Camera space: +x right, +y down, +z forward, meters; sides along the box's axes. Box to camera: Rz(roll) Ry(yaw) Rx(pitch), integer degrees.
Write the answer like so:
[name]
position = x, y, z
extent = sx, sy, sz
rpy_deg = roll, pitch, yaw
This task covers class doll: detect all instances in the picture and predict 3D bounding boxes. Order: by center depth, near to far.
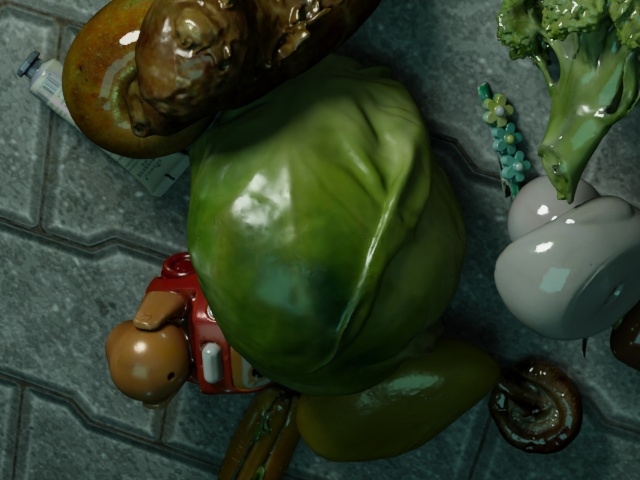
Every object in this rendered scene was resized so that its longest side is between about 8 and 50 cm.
[doll]
position = 0.314, 0.005, 1.834
extent = 0.221, 0.251, 0.221
rpy_deg = 24, 124, 43

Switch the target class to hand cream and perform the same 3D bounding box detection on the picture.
[hand cream]
position = -0.317, -0.172, 2.051
extent = 0.276, 0.059, 0.095
rpy_deg = 39, 121, -12

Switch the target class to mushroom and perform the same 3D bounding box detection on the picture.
[mushroom]
position = 0.302, 0.230, 2.058
extent = 0.135, 0.080, 0.170
rpy_deg = -42, 92, 17

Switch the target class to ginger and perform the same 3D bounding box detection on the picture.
[ginger]
position = -0.067, -0.283, 1.717
extent = 0.418, 0.254, 0.176
rpy_deg = -37, 87, -10

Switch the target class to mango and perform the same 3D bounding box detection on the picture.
[mango]
position = 0.093, 0.228, 2.062
extent = 0.195, 0.142, 0.331
rpy_deg = 21, 140, -30

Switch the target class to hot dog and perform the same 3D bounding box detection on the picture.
[hot dog]
position = -0.095, 0.335, 2.250
extent = 0.100, 0.068, 0.250
rpy_deg = 26, 122, 4

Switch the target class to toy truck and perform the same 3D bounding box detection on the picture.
[toy truck]
position = -0.172, 0.149, 2.070
extent = 0.264, 0.239, 0.189
rpy_deg = 5, 120, 15

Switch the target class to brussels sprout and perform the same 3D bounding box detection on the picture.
[brussels sprout]
position = 0.004, 0.007, 1.847
extent = 0.342, 0.361, 0.425
rpy_deg = -18, 116, 20

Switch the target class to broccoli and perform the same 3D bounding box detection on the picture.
[broccoli]
position = 0.307, -0.241, 1.701
extent = 0.302, 0.186, 0.254
rpy_deg = -43, 56, 19

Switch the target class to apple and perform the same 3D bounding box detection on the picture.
[apple]
position = -0.239, -0.229, 1.921
extent = 0.236, 0.207, 0.237
rpy_deg = -2, 118, -3

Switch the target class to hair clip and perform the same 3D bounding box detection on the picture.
[hair clip]
position = 0.249, -0.131, 1.898
extent = 0.049, 0.049, 0.173
rpy_deg = -9, 113, 22

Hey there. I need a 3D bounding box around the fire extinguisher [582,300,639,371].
[fire extinguisher]
position = 0.523, 0.127, 1.930
extent = 0.376, 0.113, 0.200
rpy_deg = 26, 80, 1
